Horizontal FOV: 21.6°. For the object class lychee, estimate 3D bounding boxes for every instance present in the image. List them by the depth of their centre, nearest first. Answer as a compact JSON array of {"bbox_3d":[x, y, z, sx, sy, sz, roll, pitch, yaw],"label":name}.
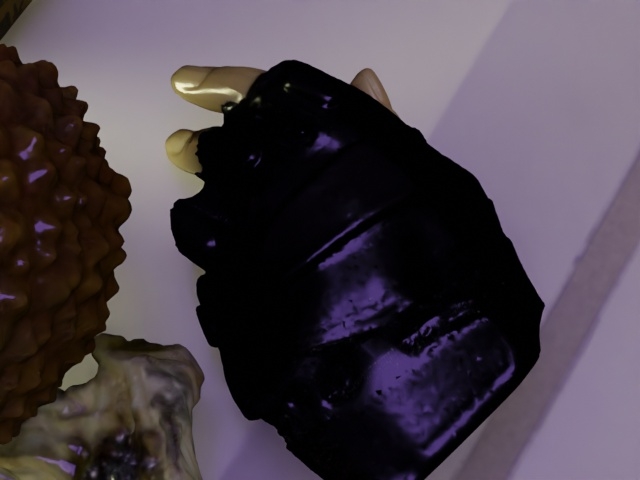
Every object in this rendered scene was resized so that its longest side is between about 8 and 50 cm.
[{"bbox_3d":[-0.176,0.001,0.667,0.200,0.238,0.200,-5,105,-20],"label":"lychee"}]

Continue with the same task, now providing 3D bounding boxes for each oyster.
[{"bbox_3d":[-0.091,0.214,0.667,0.201,0.107,0.354,8,77,37],"label":"oyster"}]

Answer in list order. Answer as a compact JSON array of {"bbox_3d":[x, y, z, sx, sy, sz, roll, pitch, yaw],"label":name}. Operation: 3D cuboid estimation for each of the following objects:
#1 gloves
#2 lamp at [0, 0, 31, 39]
[{"bbox_3d":[0.000,0.000,0.724,0.203,0.124,0.164,46,60,5],"label":"gloves"},{"bbox_3d":[-0.198,-0.161,0.733,0.161,0.185,0.161,-1,72,3],"label":"lamp"}]
